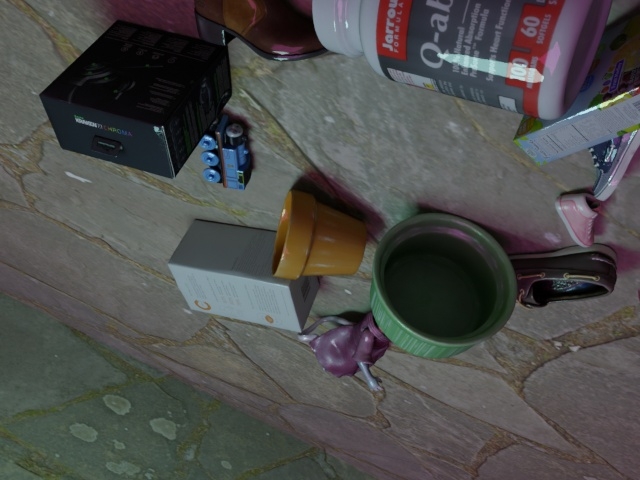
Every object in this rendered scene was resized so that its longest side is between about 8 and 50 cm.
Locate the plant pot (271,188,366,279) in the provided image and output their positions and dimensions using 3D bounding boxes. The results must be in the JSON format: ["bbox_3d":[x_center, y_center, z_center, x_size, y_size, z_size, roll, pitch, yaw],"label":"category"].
[{"bbox_3d":[0.000,0.000,1.326,0.187,0.205,0.205,11,144,-10],"label":"plant pot"}]

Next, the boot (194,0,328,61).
[{"bbox_3d":[-0.093,-0.451,0.925,0.264,0.096,0.281,21,136,15],"label":"boot"}]

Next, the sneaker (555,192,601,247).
[{"bbox_3d":[0.519,-0.040,1.109,0.070,0.051,0.134,-16,125,46],"label":"sneaker"}]

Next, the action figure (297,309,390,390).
[{"bbox_3d":[0.142,0.252,1.594,0.276,0.248,0.370,49,145,10],"label":"action figure"}]

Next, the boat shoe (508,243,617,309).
[{"bbox_3d":[0.480,0.096,1.257,0.324,0.097,0.116,-16,129,39],"label":"boat shoe"}]

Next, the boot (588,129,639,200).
[{"bbox_3d":[0.489,-0.157,0.981,0.086,0.069,0.190,21,135,14],"label":"boot"}]

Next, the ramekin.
[{"bbox_3d":[0.250,0.106,1.234,0.303,0.304,0.148,19,150,5],"label":"ramekin"}]

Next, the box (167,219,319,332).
[{"bbox_3d":[-0.200,0.095,1.548,0.345,0.168,0.215,9,141,17],"label":"box"}]

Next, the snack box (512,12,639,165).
[{"bbox_3d":[0.399,-0.218,0.820,0.070,0.175,0.207,37,153,-16],"label":"snack box"}]

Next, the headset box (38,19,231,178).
[{"bbox_3d":[-0.339,-0.268,1.084,0.246,0.283,0.131,15,142,9],"label":"headset box"}]

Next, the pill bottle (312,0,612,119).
[{"bbox_3d":[0.184,-0.309,0.783,0.362,0.210,0.210,22,146,26],"label":"pill bottle"}]

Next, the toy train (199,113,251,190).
[{"bbox_3d":[-0.211,-0.196,1.280,0.105,0.080,0.184,8,139,4],"label":"toy train"}]
